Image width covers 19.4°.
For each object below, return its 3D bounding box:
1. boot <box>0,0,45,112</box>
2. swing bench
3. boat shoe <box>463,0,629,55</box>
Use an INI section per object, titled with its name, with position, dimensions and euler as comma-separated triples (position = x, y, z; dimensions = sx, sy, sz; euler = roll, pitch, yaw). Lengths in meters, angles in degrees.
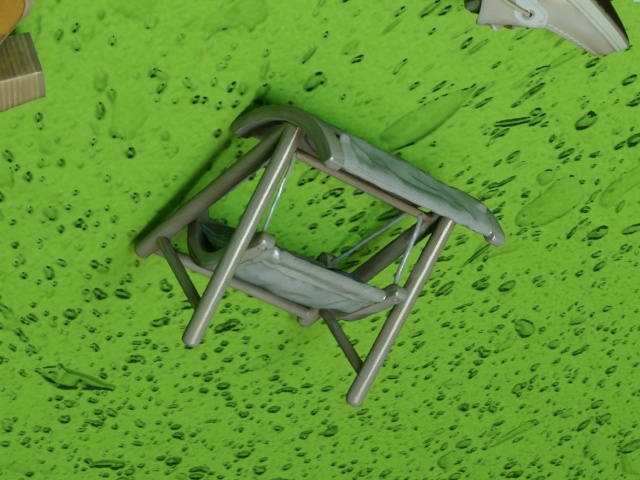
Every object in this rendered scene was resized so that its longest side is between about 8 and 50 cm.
[boot]
position = -0.349, -0.194, 1.567
dimensions = 0.211, 0.104, 0.295
euler = -15, 140, -13
[swing bench]
position = 0.000, 0.000, 1.886
dimensions = 0.253, 0.165, 0.255
euler = 25, 111, -40
[boat shoe]
position = 0.175, -0.253, 1.770
dimensions = 0.098, 0.109, 0.302
euler = -41, 130, 22
